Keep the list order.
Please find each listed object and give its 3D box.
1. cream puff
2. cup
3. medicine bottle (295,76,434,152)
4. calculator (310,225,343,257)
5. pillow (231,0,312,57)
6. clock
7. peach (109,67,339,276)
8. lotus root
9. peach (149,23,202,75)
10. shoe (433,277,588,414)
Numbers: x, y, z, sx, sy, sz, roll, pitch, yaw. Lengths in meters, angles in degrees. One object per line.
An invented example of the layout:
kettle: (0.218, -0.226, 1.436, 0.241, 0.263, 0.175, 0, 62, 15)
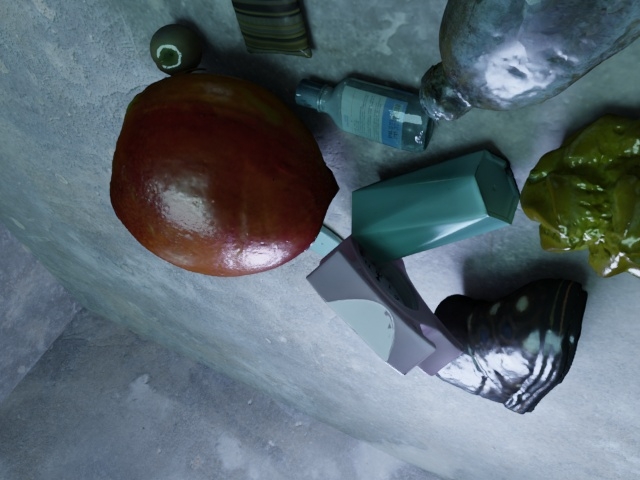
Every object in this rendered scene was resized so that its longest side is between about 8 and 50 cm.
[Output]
cream puff: (0.348, -0.044, 0.595, 0.220, 0.195, 0.195, 9, 143, 29)
cup: (0.176, -0.051, 0.794, 0.235, 0.148, 0.134, -14, 101, 47)
medicine bottle: (0.062, -0.191, 0.754, 0.208, 0.054, 0.090, 22, 150, 19)
calculator: (0.000, 0.000, 1.128, 0.153, 0.021, 0.095, 33, 150, -10)
pillow: (-0.078, -0.337, 0.683, 0.113, 0.038, 0.203, 14, 147, 22)
clock: (0.129, 0.108, 0.912, 0.080, 0.275, 0.290, -42, 92, 20)
peach: (-0.156, -0.097, 0.862, 0.372, 0.372, 0.290, 44, -177, -21)
lotus root: (0.207, -0.230, 0.468, 0.175, 0.175, 0.349, 33, 154, -3)
peach: (-0.230, -0.305, 0.826, 0.083, 0.083, 0.083, 23, 149, 15)
shoe: (0.323, 0.174, 0.947, 0.237, 0.171, 0.384, 20, 151, 19)
